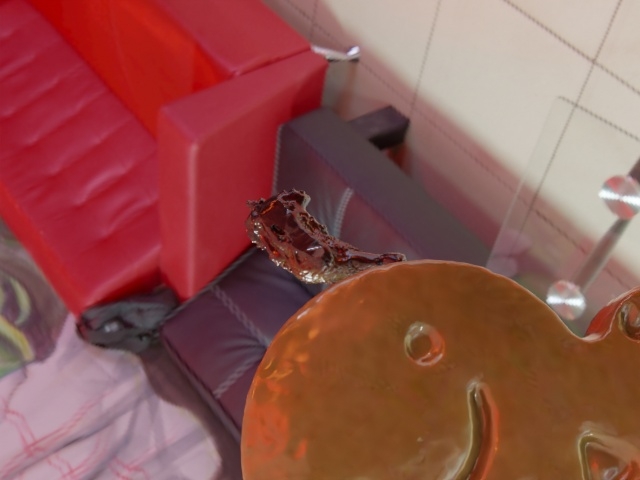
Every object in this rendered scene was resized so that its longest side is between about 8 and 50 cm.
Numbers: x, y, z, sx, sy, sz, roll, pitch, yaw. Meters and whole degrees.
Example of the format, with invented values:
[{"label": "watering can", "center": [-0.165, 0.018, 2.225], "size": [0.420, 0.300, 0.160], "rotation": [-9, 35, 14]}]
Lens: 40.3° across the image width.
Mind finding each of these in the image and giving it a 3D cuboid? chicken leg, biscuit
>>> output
[{"label": "chicken leg", "center": [-0.005, 0.004, 0.984], "size": [0.219, 0.089, 0.048], "rotation": [32, 175, 31]}, {"label": "biscuit", "center": [0.126, 0.138, 0.480], "size": [0.354, 0.275, 0.052], "rotation": [24, 168, 9]}]
